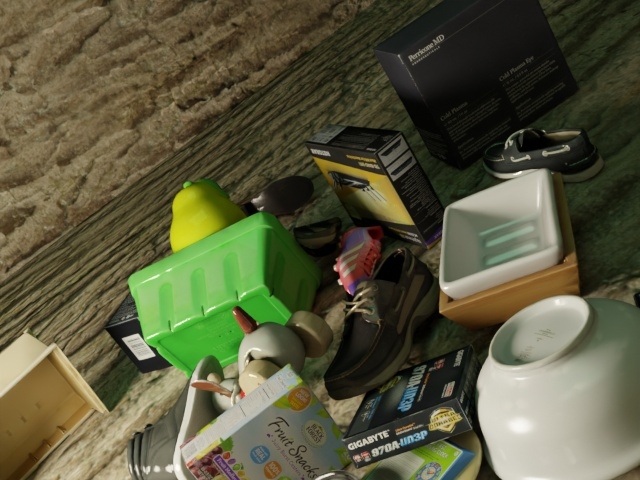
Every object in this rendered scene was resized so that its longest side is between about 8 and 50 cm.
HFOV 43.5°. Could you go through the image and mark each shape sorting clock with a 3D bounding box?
[{"bbox_3d":[0.131,0.326,1.096,0.206,0.040,0.206,-37,18,14],"label":"shape sorting clock"}]

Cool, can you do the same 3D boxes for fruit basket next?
[{"bbox_3d":[-0.211,0.057,1.714,0.392,0.283,0.392,-22,42,21],"label":"fruit basket"}]

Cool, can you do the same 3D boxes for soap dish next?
[{"bbox_3d":[0.319,0.016,1.357,0.229,0.118,0.290,-22,27,23],"label":"soap dish"}]

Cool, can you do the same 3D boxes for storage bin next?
[{"bbox_3d":[-0.618,0.369,1.673,0.123,0.260,0.262,20,55,39],"label":"storage bin"}]

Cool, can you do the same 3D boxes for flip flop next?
[{"bbox_3d":[0.000,0.000,1.770,0.112,0.080,0.277,-14,5,1],"label":"flip flop"}]

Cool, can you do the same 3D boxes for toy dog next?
[{"bbox_3d":[-0.133,0.208,1.362,0.334,0.161,0.220,-43,4,32],"label":"toy dog"}]

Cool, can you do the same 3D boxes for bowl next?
[{"bbox_3d":[0.310,0.163,1.023,0.298,0.134,0.298,-33,15,10],"label":"bowl"}]

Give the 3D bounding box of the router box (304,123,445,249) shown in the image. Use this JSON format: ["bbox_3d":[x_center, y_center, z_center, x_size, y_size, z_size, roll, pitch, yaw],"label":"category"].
[{"bbox_3d":[0.118,-0.122,1.705,0.081,0.242,0.309,-40,25,-15],"label":"router box"}]

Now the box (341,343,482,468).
[{"bbox_3d":[0.139,0.235,1.160,0.175,0.051,0.220,-24,5,20],"label":"box"}]

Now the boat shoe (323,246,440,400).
[{"bbox_3d":[0.087,0.130,1.347,0.132,0.130,0.355,-26,13,36],"label":"boat shoe"}]

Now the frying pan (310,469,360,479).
[{"bbox_3d":[-0.053,0.445,1.089,0.326,0.053,0.197,-43,22,11],"label":"frying pan"}]

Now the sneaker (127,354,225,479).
[{"bbox_3d":[-0.271,0.333,1.490,0.147,0.104,0.295,-17,32,20],"label":"sneaker"}]

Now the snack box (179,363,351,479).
[{"bbox_3d":[-0.075,0.316,1.204,0.207,0.174,0.070,-38,26,-9],"label":"snack box"}]

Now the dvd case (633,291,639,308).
[{"bbox_3d":[0.526,0.114,1.040,0.180,0.022,0.253,-25,26,19],"label":"dvd case"}]

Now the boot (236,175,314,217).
[{"bbox_3d":[-0.160,-0.094,2.209,0.264,0.096,0.280,-37,10,-8],"label":"boot"}]

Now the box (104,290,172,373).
[{"bbox_3d":[-0.373,0.177,1.849,0.108,0.153,0.207,-18,29,29],"label":"box"}]

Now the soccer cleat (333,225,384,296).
[{"bbox_3d":[0.086,0.041,1.645,0.095,0.083,0.248,-22,24,13],"label":"soccer cleat"}]

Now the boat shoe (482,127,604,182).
[{"bbox_3d":[0.434,-0.186,1.625,0.114,0.091,0.303,-44,27,-23],"label":"boat shoe"}]

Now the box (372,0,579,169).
[{"bbox_3d":[0.356,-0.396,1.844,0.343,0.312,0.179,-34,24,-4],"label":"box"}]
